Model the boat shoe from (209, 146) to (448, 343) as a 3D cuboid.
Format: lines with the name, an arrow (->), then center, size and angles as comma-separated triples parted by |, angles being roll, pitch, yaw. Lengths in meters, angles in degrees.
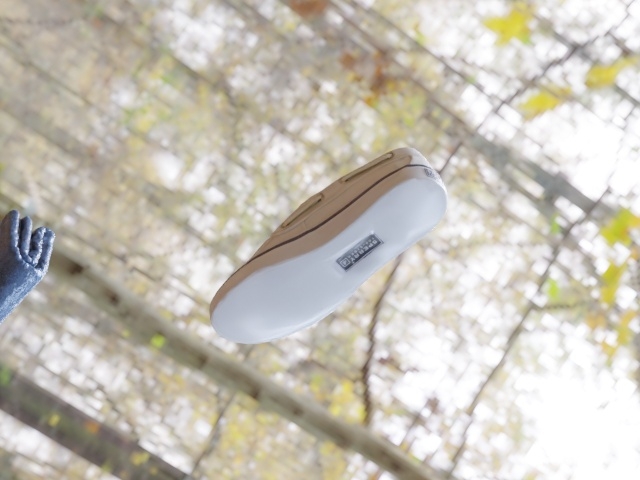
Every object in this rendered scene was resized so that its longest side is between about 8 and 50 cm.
boat shoe -> 0.000, 0.000, 1.530 | 0.267, 0.096, 0.088 | -38, -145, 11

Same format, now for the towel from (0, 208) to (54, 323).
towel -> -0.195, 0.039, 0.846 | 0.119, 0.029, 0.067 | -45, -159, 14
